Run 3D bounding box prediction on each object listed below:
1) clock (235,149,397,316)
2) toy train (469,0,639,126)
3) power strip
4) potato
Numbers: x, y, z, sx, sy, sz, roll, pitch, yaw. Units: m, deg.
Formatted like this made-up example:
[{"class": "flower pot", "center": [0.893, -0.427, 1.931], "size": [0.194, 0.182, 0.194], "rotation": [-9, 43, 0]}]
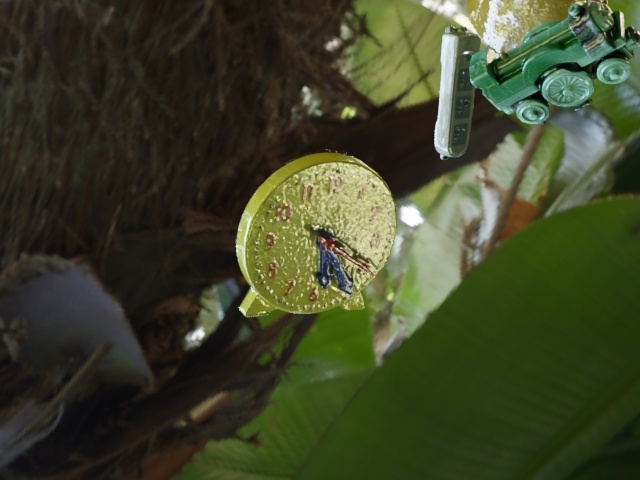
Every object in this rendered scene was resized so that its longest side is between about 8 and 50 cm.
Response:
[{"class": "clock", "center": [0.002, 0.000, 1.784], "size": [0.277, 0.293, 0.071], "rotation": [-8, -153, -25]}, {"class": "toy train", "center": [0.259, -0.198, 1.202], "size": [0.104, 0.178, 0.071], "rotation": [36, -135, -31]}, {"class": "power strip", "center": [0.284, -0.305, 2.295], "size": [0.080, 0.286, 0.048], "rotation": [-10, -157, -39]}, {"class": "potato", "center": [0.321, -0.354, 1.541], "size": [0.203, 0.158, 0.178], "rotation": [36, -115, 10]}]
